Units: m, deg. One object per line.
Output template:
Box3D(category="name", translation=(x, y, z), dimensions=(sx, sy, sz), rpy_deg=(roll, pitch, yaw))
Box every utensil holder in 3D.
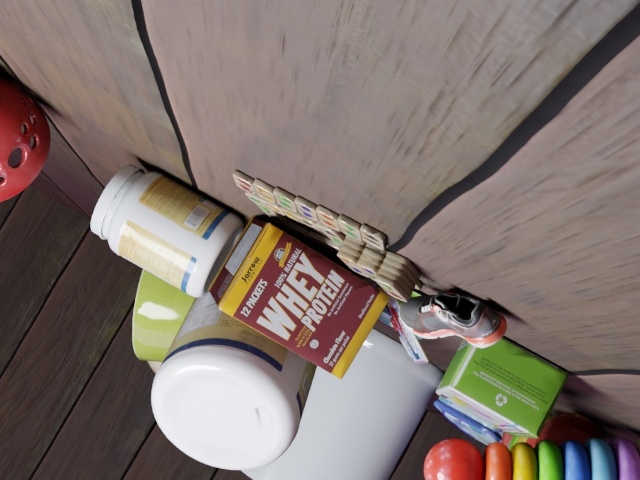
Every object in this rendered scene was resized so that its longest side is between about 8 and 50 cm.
Box3D(category="utensil holder", translation=(0.036, 0.381, 2.084), dimensions=(0.327, 0.385, 0.327), rpy_deg=(30, 171, 5))

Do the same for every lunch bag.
Box3D(category="lunch bag", translation=(0.346, 0.374, 2.029), dimensions=(0.176, 0.090, 0.219), rpy_deg=(26, 170, 39))

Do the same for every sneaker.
Box3D(category="sneaker", translation=(0.146, 0.077, 1.131), dimensions=(0.158, 0.061, 0.065), rpy_deg=(5, 143, 50))

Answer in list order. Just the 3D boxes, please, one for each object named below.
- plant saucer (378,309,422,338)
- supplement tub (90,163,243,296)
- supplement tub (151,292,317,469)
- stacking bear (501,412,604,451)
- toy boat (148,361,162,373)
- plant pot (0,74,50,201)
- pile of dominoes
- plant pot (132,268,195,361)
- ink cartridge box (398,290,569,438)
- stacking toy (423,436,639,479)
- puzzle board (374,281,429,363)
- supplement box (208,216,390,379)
Box3D(category="plant saucer", translation=(0.114, 0.119, 1.540), dimensions=(0.119, 0.021, 0.119), rpy_deg=(29, 172, 4))
Box3D(category="supplement tub", translation=(-0.235, -0.017, 1.489), dimensions=(0.199, 0.144, 0.144), rpy_deg=(29, 171, 5))
Box3D(category="supplement tub", translation=(-0.117, 0.179, 1.540), dimensions=(0.228, 0.228, 0.316), rpy_deg=(31, -147, -7))
Box3D(category="stacking bear", translation=(0.391, 0.355, 1.588), dimensions=(0.175, 0.164, 0.289), rpy_deg=(28, 167, 11))
Box3D(category="toy boat", translation=(-0.215, 0.185, 2.029), dimensions=(0.318, 0.268, 0.148), rpy_deg=(-4, 154, 9))
Box3D(category="plant pot", translation=(-0.515, -0.167, 1.407), dimensions=(0.191, 0.191, 0.174), rpy_deg=(27, 168, 18))
Box3D(category="pile of dominoes", translation=(0.000, 0.000, 1.177), dimensions=(0.251, 0.040, 0.196), rpy_deg=(24, 170, 31))
Box3D(category="plant pot", translation=(-0.168, 0.125, 1.833), dimensions=(0.293, 0.275, 0.275), rpy_deg=(12, 169, 8))
Box3D(category="ink cartridge box", translation=(0.188, 0.166, 1.328), dimensions=(0.255, 0.097, 0.189), rpy_deg=(28, 171, 6))
Box3D(category="stacking toy", translation=(0.312, 0.341, 1.373), dimensions=(0.330, 0.141, 0.141), rpy_deg=(2, 169, 3))
Box3D(category="puzzle board", translation=(0.108, 0.111, 1.329), dimensions=(0.128, 0.011, 0.096), rpy_deg=(62, 174, 6))
Box3D(category="supplement box", translation=(-0.036, 0.073, 1.337), dimensions=(0.191, 0.129, 0.194), rpy_deg=(31, 178, -11))
